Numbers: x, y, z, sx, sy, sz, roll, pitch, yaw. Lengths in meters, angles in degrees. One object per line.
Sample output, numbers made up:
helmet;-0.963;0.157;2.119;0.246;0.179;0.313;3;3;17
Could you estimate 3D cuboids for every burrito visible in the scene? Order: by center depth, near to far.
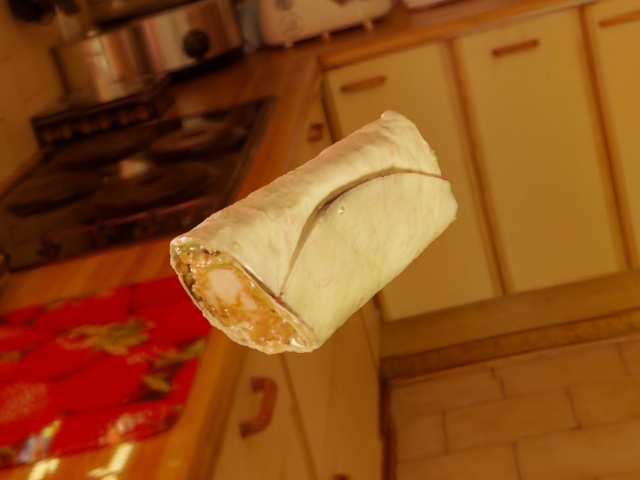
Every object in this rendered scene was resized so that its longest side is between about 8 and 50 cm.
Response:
burrito;0.000;-0.004;0.962;0.105;0.143;0.299;4;29;40
